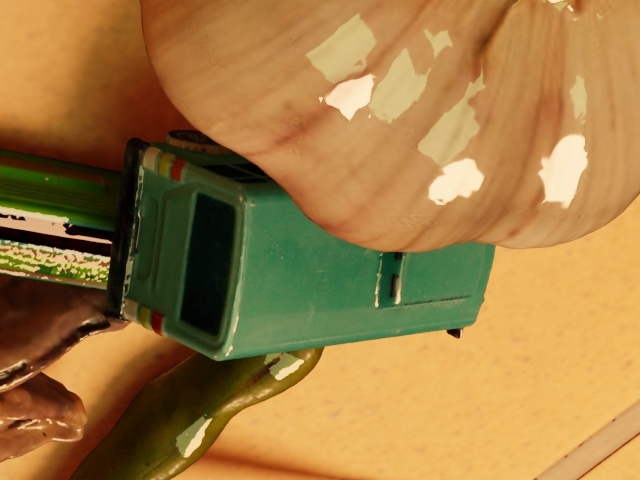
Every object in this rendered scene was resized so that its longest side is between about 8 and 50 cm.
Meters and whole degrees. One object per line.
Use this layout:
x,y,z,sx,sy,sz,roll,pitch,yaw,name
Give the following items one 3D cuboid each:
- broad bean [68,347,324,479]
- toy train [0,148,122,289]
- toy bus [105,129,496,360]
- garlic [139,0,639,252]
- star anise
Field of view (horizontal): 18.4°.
-0.080,0.103,0.936,0.052,0.052,0.256,13,127,-49,broad bean
-0.120,-0.013,0.815,0.209,0.044,0.042,10,125,-31,toy train
0.000,0.000,0.815,0.160,0.091,0.079,-4,109,-44,toy bus
0.032,-0.101,0.729,0.245,0.245,0.253,-2,170,-22,garlic
-0.198,0.068,0.850,0.208,0.063,0.172,4,133,-31,star anise
